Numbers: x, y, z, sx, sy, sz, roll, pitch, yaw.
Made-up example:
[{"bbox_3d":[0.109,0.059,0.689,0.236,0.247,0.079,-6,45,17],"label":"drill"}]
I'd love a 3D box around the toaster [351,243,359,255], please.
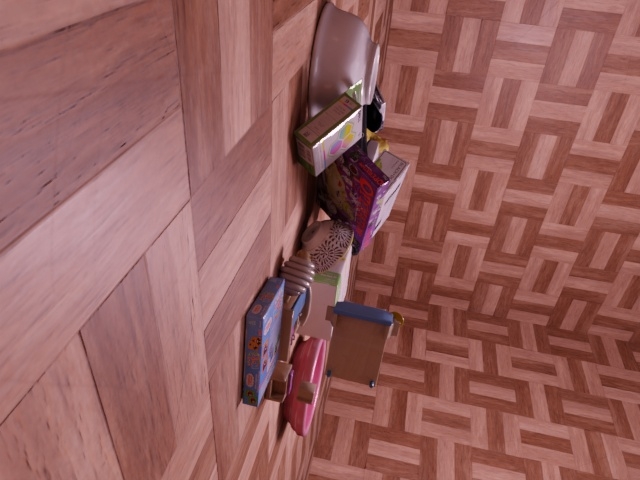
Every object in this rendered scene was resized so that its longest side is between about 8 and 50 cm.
[{"bbox_3d":[0.101,-0.034,2.006,0.227,0.128,0.147,63,34,-74],"label":"toaster"}]

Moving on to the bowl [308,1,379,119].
[{"bbox_3d":[0.067,-0.411,1.233,0.298,0.133,0.298,11,90,-82],"label":"bowl"}]

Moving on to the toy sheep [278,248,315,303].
[{"bbox_3d":[-0.056,0.082,1.167,0.091,0.091,0.132,62,44,-78],"label":"toy sheep"}]

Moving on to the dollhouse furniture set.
[{"bbox_3d":[0.041,0.263,1.287,0.198,0.303,0.287,-57,155,-69],"label":"dollhouse furniture set"}]

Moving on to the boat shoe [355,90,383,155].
[{"bbox_3d":[0.118,-0.398,1.553,0.187,0.155,0.501,72,27,-70],"label":"boat shoe"}]

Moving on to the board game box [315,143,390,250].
[{"bbox_3d":[0.074,-0.126,1.339,0.056,0.208,0.347,-39,162,-19],"label":"board game box"}]

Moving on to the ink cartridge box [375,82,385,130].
[{"bbox_3d":[0.184,-0.540,1.890,0.206,0.045,0.209,72,-3,-75],"label":"ink cartridge box"}]

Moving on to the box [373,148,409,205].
[{"bbox_3d":[0.158,-0.116,1.514,0.169,0.087,0.290,-51,168,-25],"label":"box"}]

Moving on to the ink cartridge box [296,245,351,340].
[{"bbox_3d":[0.022,0.136,1.660,0.353,0.119,0.207,-65,163,-63],"label":"ink cartridge box"}]

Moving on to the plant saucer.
[{"bbox_3d":[-0.053,0.470,1.683,0.332,0.084,0.333,10,90,-83],"label":"plant saucer"}]

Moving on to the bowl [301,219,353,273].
[{"bbox_3d":[0.000,0.000,1.373,0.170,0.080,0.170,-36,-151,24],"label":"bowl"}]

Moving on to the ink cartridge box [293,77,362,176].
[{"bbox_3d":[0.039,-0.250,1.126,0.209,0.062,0.109,-42,159,-16],"label":"ink cartridge box"}]

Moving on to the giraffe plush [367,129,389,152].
[{"bbox_3d":[0.140,-0.401,1.815,0.210,0.181,0.171,-16,110,-43],"label":"giraffe plush"}]

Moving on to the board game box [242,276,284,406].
[{"bbox_3d":[-0.116,0.204,1.043,0.160,0.039,0.212,-64,163,-65],"label":"board game box"}]

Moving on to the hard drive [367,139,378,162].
[{"bbox_3d":[0.152,-0.187,1.740,0.319,0.040,0.211,61,47,-77],"label":"hard drive"}]
